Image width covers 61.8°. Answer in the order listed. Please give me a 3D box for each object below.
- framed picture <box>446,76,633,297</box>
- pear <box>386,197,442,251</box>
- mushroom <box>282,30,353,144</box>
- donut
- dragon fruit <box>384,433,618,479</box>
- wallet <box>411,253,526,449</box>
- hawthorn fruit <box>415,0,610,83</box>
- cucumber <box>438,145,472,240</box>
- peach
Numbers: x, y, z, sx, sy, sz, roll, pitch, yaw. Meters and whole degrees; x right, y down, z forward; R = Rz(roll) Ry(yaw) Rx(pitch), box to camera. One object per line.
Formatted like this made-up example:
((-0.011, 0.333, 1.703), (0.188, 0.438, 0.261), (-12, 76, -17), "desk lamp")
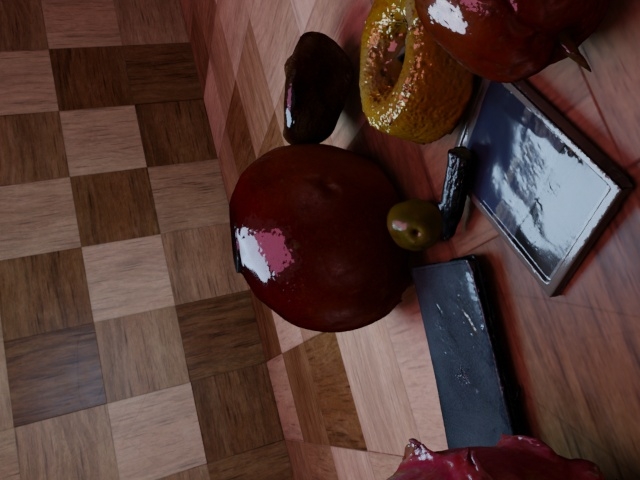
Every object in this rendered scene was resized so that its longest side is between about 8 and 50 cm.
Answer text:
((0.254, -0.082, 0.670), (0.189, 0.023, 0.260), (98, 153, -48), "framed picture")
((0.156, -0.026, 0.877), (0.097, 0.092, 0.092), (-50, -36, -58), "pear")
((-0.005, -0.290, 1.069), (0.231, 0.138, 0.194), (97, 173, -52), "mushroom")
((0.139, -0.265, 0.772), (0.253, 0.118, 0.254), (-175, 90, -72), "donut")
((0.241, 0.372, 0.595), (0.386, 0.249, 0.371), (18, 134, 61), "dragon fruit")
((0.234, 0.215, 0.835), (0.190, 0.046, 0.379), (158, 102, -69), "wallet")
((0.196, -0.237, 0.528), (0.200, 0.179, 0.179), (63, 156, 18), "hawthorn fruit")
((0.191, -0.057, 0.778), (0.043, 0.038, 0.163), (-91, 2, -56), "cucumber")
((-0.020, -0.008, 1.044), (0.335, 0.309, 0.406), (107, 148, -46), "peach")
